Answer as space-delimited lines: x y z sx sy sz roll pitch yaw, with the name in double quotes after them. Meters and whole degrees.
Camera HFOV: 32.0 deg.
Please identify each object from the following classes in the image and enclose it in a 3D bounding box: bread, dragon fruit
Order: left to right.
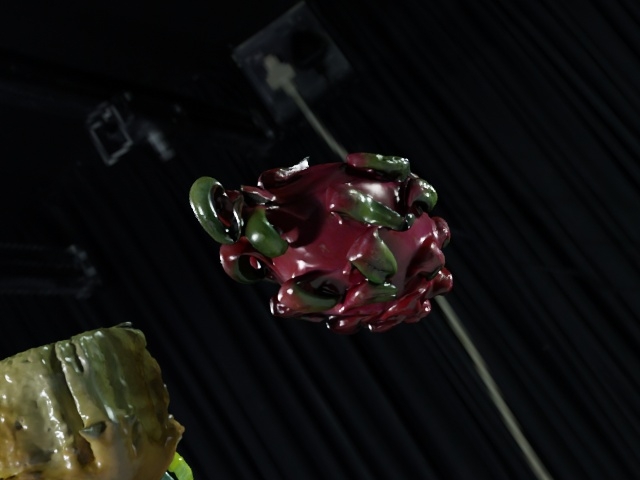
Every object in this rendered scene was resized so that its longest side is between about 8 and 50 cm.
-0.226 0.170 1.062 0.252 0.174 0.133 -13 -11 -38 "bread"
0.004 0.008 1.156 0.273 0.198 0.218 -9 17 -13 "dragon fruit"

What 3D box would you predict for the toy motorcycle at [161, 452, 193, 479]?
-0.264 0.380 1.362 0.326 0.200 0.191 -23 25 48 "toy motorcycle"
